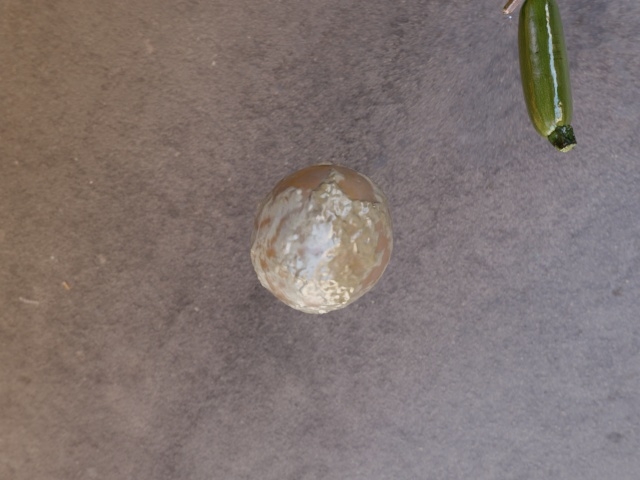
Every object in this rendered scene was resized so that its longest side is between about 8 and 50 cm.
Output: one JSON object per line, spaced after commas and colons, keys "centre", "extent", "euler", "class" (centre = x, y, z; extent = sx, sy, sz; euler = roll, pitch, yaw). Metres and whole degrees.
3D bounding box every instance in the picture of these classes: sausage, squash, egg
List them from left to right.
{"centre": [0.000, 0.000, 0.808], "extent": [0.203, 0.203, 0.245], "euler": [39, 138, 1], "class": "egg"}
{"centre": [0.298, -0.368, 0.814], "extent": [0.015, 0.015, 0.100], "euler": [39, 101, 0], "class": "sausage"}
{"centre": [0.318, -0.237, 0.798], "extent": [0.066, 0.066, 0.252], "euler": [-6, 75, 21], "class": "squash"}
